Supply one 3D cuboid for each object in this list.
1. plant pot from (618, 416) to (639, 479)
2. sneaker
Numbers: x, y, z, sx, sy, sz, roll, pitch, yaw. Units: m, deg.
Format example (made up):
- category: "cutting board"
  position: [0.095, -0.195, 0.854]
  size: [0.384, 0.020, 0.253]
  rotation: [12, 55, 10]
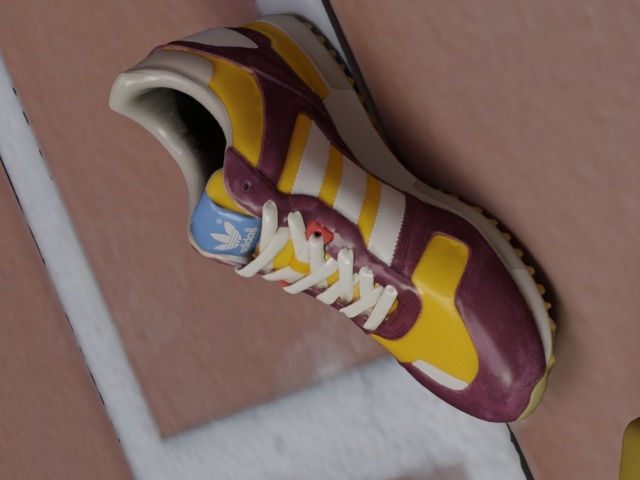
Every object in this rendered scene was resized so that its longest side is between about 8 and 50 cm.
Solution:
- category: "plant pot"
  position: [0.130, 0.086, 0.535]
  size: [0.083, 0.081, 0.081]
  rotation: [36, 133, 49]
- category: "sneaker"
  position: [0.000, 0.000, 0.639]
  size: [0.185, 0.084, 0.069]
  rotation: [48, 137, 23]
